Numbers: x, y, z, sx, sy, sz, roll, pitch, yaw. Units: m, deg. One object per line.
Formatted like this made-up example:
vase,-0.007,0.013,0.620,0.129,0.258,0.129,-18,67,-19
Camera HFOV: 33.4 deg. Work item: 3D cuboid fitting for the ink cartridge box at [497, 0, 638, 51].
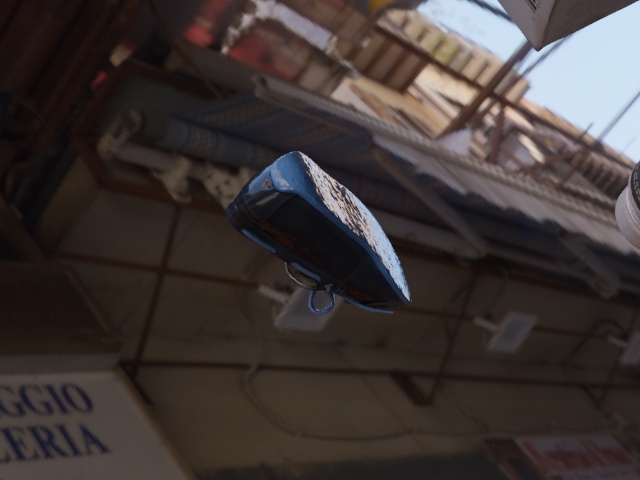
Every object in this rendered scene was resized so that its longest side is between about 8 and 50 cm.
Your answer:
ink cartridge box,0.216,-0.328,0.758,0.309,0.272,0.130,-27,-19,-14

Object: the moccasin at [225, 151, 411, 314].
moccasin,0.000,0.000,1.300,0.116,0.138,0.342,-29,-40,14

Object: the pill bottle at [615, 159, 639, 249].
pill bottle,0.574,-0.098,1.639,0.161,0.161,0.283,-28,-18,-24
